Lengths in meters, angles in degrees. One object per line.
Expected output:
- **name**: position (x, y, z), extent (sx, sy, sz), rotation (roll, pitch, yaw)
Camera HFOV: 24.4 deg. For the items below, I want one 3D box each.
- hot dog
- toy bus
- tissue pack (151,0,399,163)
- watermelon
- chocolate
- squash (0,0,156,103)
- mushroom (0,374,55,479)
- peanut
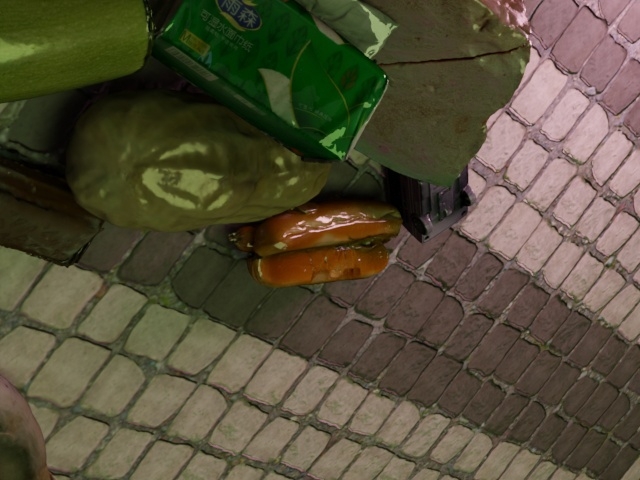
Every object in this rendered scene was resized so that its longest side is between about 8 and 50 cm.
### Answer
- **hot dog**: position (0.000, 0.000, 1.759), extent (0.269, 0.072, 0.109), rotation (-3, 123, -46)
- **toy bus**: position (0.125, -0.087, 1.787), extent (0.087, 0.098, 0.178), rotation (-32, 144, -19)
- **tissue pack**: position (-0.045, -0.192, 1.391), extent (0.209, 0.148, 0.156), rotation (33, 82, -17)
- **watermelon**: position (0.085, -0.265, 1.517), extent (0.292, 0.319, 0.222), rotation (-48, -163, 52)
- **chocolate**: position (-0.322, -0.040, 1.400), extent (0.102, 0.065, 0.329), rotation (-56, 145, 9)
- **squash**: position (-0.278, -0.180, 1.266), extent (0.247, 0.132, 0.132), rotation (-17, 134, -32)
- **mushroom**: position (-0.345, 0.215, 1.599), extent (0.092, 0.081, 0.223), rotation (-54, 150, -23)
- **peanut**: position (-0.112, -0.082, 1.506), extent (0.313, 0.152, 0.152), rotation (-3, 125, -46)
